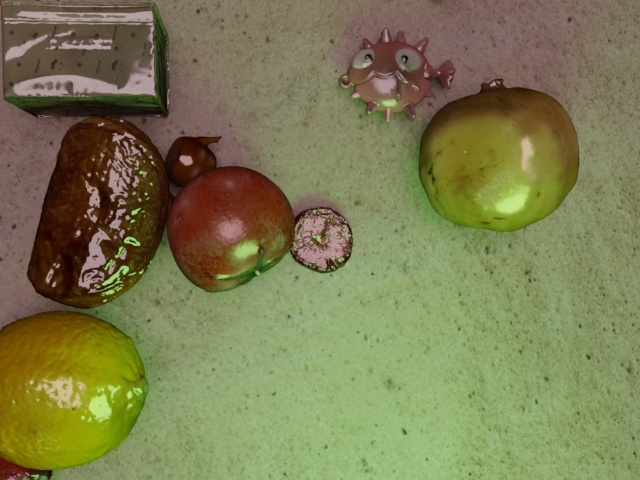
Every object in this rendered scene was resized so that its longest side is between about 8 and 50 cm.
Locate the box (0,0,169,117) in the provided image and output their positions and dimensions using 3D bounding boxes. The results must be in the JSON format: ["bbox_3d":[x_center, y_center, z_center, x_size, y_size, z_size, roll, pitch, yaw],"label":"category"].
[{"bbox_3d":[-0.469,-0.358,1.523,0.297,0.225,0.190,0,89,-5],"label":"box"}]

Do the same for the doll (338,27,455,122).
[{"bbox_3d":[0.170,-0.364,1.663,0.262,0.093,0.211,0,83,-4],"label":"doll"}]

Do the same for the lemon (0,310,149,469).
[{"bbox_3d":[-0.515,0.294,1.478,0.336,0.336,0.336,0,90,-7],"label":"lemon"}]

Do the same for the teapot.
[{"bbox_3d":[-0.272,-0.158,1.611,0.116,0.116,0.173,29,102,-6],"label":"teapot"}]

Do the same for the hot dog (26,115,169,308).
[{"bbox_3d":[-0.453,-0.057,1.516,0.267,0.174,0.387,14,87,20],"label":"hot dog"}]

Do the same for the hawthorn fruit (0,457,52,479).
[{"bbox_3d":[-0.638,0.469,1.542,0.148,0.148,0.172,-36,85,-6],"label":"hawthorn fruit"}]

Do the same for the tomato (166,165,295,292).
[{"bbox_3d":[-0.187,-0.032,1.535,0.265,0.265,0.265,0,90,-7],"label":"tomato"}]

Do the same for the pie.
[{"bbox_3d":[0.000,0.000,1.669,0.154,0.036,0.154,0,90,-7],"label":"pie"}]

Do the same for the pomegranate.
[{"bbox_3d":[0.371,-0.178,1.571,0.332,0.332,0.332,0,90,-7],"label":"pomegranate"}]
